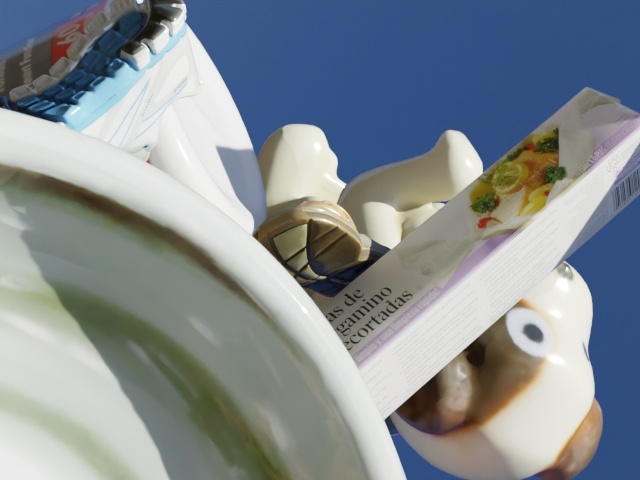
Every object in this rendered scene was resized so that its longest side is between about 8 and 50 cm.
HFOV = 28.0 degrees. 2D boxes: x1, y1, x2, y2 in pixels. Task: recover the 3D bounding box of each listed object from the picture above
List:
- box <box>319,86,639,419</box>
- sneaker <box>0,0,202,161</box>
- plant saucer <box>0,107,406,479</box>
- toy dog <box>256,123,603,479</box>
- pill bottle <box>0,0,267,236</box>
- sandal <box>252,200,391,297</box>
[{"bbox_3d":[0.096,0.019,0.867,0.324,0.067,0.063,-40,-132,-15],"label":"box"},{"bbox_3d":[-0.139,-0.058,0.741,0.190,0.083,0.071,-40,-134,-16],"label":"sneaker"},{"bbox_3d":[-0.143,0.156,0.428,0.100,0.400,0.401,-11,-107,56],"label":"plant saucer"},{"bbox_3d":[0.084,0.083,1.207,0.395,0.284,0.408,-57,-151,-10],"label":"toy dog"},{"bbox_3d":[-0.241,-0.020,0.956,0.362,0.210,0.210,-24,-116,11],"label":"pill bottle"},{"bbox_3d":[0.000,0.000,0.851,0.072,0.180,0.049,-25,-106,17],"label":"sandal"}]
